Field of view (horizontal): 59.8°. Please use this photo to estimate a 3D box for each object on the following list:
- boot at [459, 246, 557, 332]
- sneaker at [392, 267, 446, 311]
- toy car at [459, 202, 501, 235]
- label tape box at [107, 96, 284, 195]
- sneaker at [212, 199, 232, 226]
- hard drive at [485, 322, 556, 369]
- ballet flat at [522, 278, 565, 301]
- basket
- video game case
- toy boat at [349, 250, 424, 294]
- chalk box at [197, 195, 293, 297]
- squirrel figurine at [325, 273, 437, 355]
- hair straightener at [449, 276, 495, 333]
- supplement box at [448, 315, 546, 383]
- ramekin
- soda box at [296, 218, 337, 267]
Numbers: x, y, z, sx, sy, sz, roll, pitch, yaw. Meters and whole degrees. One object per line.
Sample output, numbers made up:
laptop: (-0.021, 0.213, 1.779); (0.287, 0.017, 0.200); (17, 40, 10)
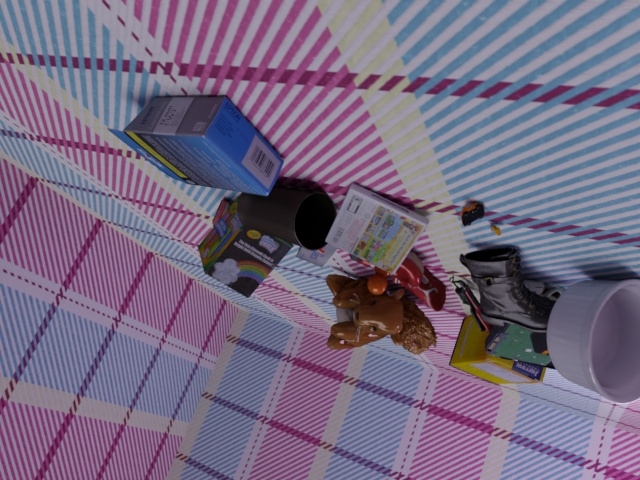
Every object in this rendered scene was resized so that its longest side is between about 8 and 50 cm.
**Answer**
boot: (0.491, 0.116, 1.382); (0.263, 0.091, 0.228); (-2, 127, 27)
sneaker: (0.319, 0.145, 1.815); (0.128, 0.087, 0.221); (17, 153, 45)
toy car: (0.344, -0.040, 1.223); (0.122, 0.060, 0.040); (44, -175, -37)
label tape box: (-0.298, -0.229, 1.335); (0.348, 0.115, 0.249); (13, 161, 36)
sneaker: (-0.285, -0.030, 1.926); (0.136, 0.115, 0.314); (19, 163, 3)
hard drive: (0.680, 0.290, 1.614); (0.339, 0.064, 0.236); (11, 142, 1)
ballet flat: (0.591, 0.139, 1.480); (0.213, 0.072, 0.068); (23, 136, -5)
basket: (-0.101, -0.075, 1.506); (0.227, 0.154, 0.204); (16, 177, 31)
video game case: (0.137, -0.024, 1.411); (0.207, 0.026, 0.227); (26, 140, 1)
toy boat: (0.187, 0.090, 1.648); (0.231, 0.151, 0.151); (21, 164, 3)
chalk box: (-0.216, -0.006, 1.725); (0.180, 0.289, 0.179); (35, -168, -32)
squirrel figurine: (0.232, 0.263, 1.978); (0.398, 0.280, 0.370); (10, 168, -17)
hair straightener: (0.458, 0.198, 1.727); (0.230, 0.047, 0.089); (49, 164, -18)
supplement box: (0.611, 0.365, 1.903); (0.194, 0.195, 0.356); (23, 164, -1)
ramekin: (0.656, 0.220, 1.282); (0.277, 0.277, 0.135); (29, 170, -24)
soda box: (0.000, 0.000, 1.704); (0.098, 0.091, 0.286); (22, 163, -3)
